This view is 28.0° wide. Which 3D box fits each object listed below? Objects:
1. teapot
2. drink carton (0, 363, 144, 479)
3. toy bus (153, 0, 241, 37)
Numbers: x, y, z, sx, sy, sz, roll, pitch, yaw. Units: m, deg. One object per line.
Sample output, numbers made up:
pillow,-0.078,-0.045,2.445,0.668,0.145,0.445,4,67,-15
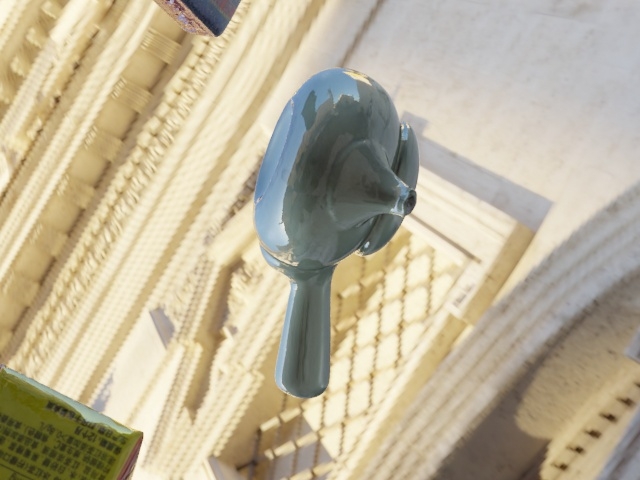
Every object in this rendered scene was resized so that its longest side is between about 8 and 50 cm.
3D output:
teapot,0.000,-0.019,1.311,0.149,0.220,0.318,19,-51,-10
drink carton,-0.238,0.265,0.779,0.111,0.154,0.351,25,-127,1
toy bus,-0.148,-0.271,1.238,0.192,0.065,0.077,40,-111,-53
